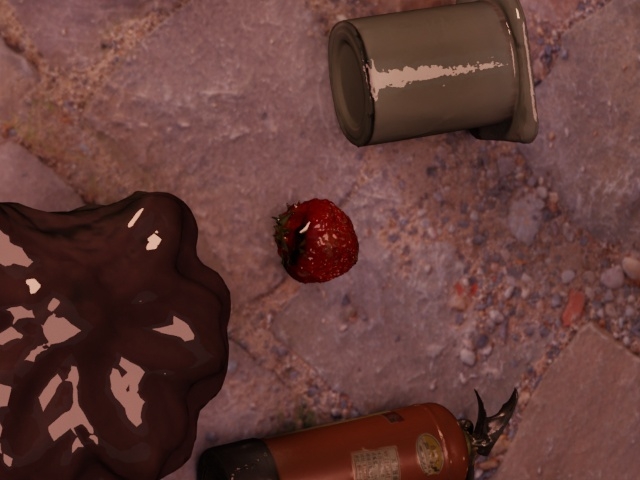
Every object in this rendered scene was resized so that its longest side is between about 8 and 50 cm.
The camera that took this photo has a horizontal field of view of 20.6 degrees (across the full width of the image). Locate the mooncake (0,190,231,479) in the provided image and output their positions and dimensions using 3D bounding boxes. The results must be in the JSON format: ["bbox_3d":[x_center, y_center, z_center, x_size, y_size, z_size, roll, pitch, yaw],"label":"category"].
[{"bbox_3d":[-0.275,0.099,1.746,0.381,0.212,0.351,-9,88,-29],"label":"mooncake"}]

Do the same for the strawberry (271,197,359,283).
[{"bbox_3d":[0.000,0.001,1.956,0.106,0.106,0.106,-2,95,-25],"label":"strawberry"}]

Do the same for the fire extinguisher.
[{"bbox_3d":[0.047,0.274,2.012,0.376,0.113,0.200,-10,141,-23],"label":"fire extinguisher"}]

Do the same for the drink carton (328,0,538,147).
[{"bbox_3d":[0.115,-0.191,1.967,0.189,0.185,0.191,-9,100,-13],"label":"drink carton"}]
